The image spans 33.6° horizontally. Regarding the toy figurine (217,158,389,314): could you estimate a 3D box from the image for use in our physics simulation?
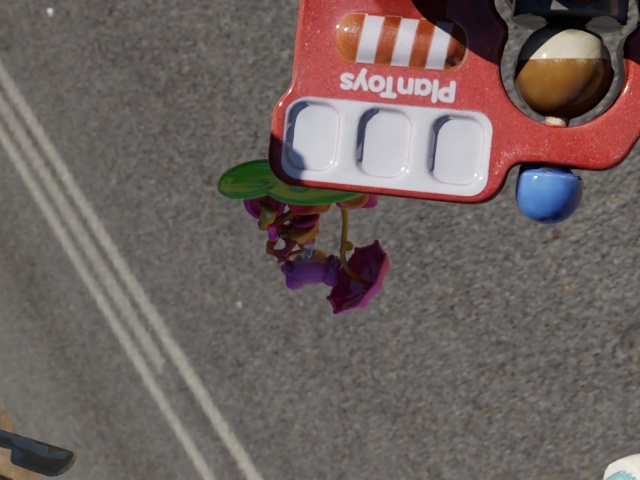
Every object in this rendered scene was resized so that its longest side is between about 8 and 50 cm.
[{"bbox_3d":[0.000,0.000,1.028,0.130,0.173,0.159,-86,-13,-59],"label":"toy figurine"}]

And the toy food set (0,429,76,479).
[{"bbox_3d":[-0.273,0.237,0.814,0.132,0.192,0.038,9,141,36],"label":"toy food set"}]

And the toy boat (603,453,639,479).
[{"bbox_3d":[0.301,0.311,0.824,0.318,0.148,0.267,-156,43,-77],"label":"toy boat"}]

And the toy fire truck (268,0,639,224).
[{"bbox_3d":[0.123,-0.146,0.796,0.169,0.302,0.254,-33,-50,-86],"label":"toy fire truck"}]
